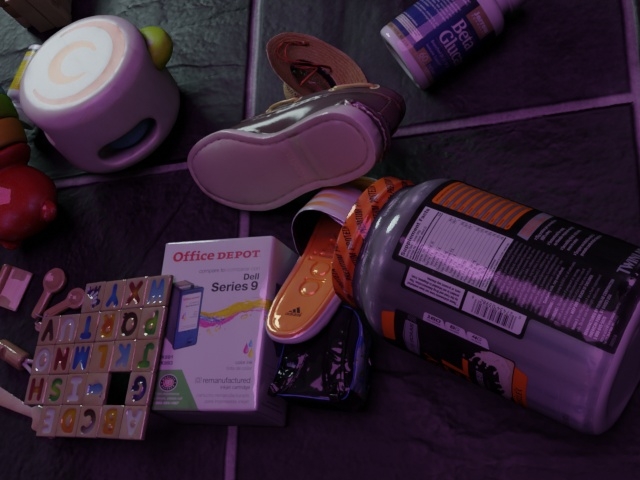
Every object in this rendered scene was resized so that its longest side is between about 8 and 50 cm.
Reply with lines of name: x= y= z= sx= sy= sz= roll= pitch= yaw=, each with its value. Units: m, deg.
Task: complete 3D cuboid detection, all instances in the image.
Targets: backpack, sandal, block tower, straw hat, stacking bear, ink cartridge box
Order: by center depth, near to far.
backpack: x=0.008 y=0.136 z=1.105 sx=0.105 sy=0.084 sz=0.114 roll=1 pitch=66 yaw=24
sandal: x=0.009 y=0.001 z=1.117 sx=0.102 sy=0.076 sz=0.265 roll=4 pitch=47 yaw=28
ink cartridge box: x=-0.115 y=0.109 z=1.163 sx=0.154 sy=0.093 sz=0.212 roll=-3 pitch=67 yaw=22
straw hat: x=-0.014 y=-0.201 z=1.259 sx=0.144 sy=0.145 sz=0.061 roll=62 pitch=139 yaw=29
stacking bear: x=-0.473 y=-0.128 z=1.339 sx=0.175 sy=0.164 sz=0.289 roll=-35 pitch=91 yaw=16
block tower: x=-0.455 y=-0.498 z=1.542 sx=0.091 sy=0.097 sz=0.335 roll=-12 pitch=65 yaw=17

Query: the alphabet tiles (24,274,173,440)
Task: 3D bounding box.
alphabet tiles: x=-0.281 y=0.145 z=1.196 sx=0.237 sy=0.009 sz=0.198 roll=-7 pitch=67 yaw=37

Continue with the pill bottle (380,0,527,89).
pill bottle: x=0.167 y=-0.272 z=1.196 sx=0.169 sy=0.094 sz=0.094 roll=-37 pitch=61 yaw=6

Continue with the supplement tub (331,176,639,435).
supplement tub: x=0.181 y=0.053 z=1.005 sx=0.316 sy=0.193 sz=0.193 roll=24 pitch=80 yaw=29

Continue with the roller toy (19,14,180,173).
roller toy: x=-0.299 y=-0.196 z=1.328 sx=0.209 sy=0.146 sz=0.191 roll=5 pitch=61 yaw=26

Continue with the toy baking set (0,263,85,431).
toy baking set: x=-0.407 y=0.143 z=1.303 sx=0.197 sy=0.030 sz=0.256 roll=-11 pitch=66 yaw=18

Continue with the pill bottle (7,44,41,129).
pill bottle: x=-0.425 y=-0.226 z=1.437 sx=0.065 sy=0.065 sz=0.116 roll=14 pitch=75 yaw=26

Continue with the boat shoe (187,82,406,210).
boat shoe: x=-0.036 y=-0.117 z=1.187 sx=0.324 sy=0.116 sz=0.096 roll=-11 pitch=28 yaw=46
